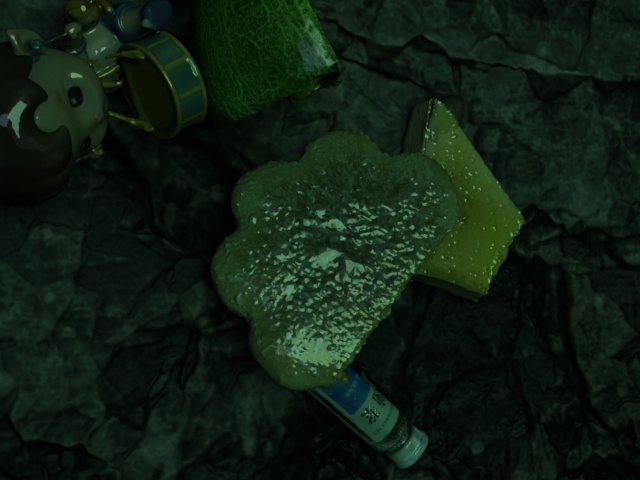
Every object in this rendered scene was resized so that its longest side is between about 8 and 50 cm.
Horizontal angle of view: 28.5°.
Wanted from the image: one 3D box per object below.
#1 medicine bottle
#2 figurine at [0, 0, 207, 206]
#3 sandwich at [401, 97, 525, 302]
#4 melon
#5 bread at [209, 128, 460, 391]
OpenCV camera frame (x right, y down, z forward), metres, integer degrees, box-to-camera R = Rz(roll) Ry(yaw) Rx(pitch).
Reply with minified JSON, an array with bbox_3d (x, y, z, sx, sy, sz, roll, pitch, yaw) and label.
[{"bbox_3d":[0.028,0.160,1.289,0.191,0.051,0.051,42,70,-17],"label":"medicine bottle"},{"bbox_3d":[-0.241,-0.115,1.124,0.275,0.158,0.161,-34,140,-26],"label":"figurine"},{"bbox_3d":[0.155,-0.038,1.366,0.162,0.058,0.193,18,76,-25],"label":"sandwich"},{"bbox_3d":[-0.071,-0.202,1.185,0.129,0.265,0.169,-22,96,1],"label":"melon"},{"bbox_3d":[0.000,0.000,1.249,0.207,0.056,0.286,34,70,4],"label":"bread"}]
